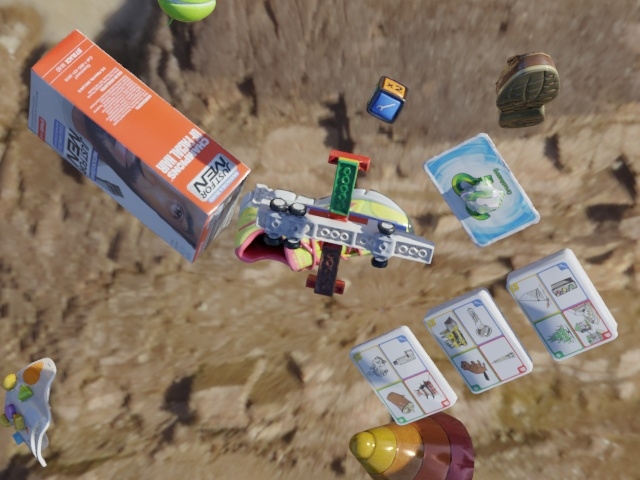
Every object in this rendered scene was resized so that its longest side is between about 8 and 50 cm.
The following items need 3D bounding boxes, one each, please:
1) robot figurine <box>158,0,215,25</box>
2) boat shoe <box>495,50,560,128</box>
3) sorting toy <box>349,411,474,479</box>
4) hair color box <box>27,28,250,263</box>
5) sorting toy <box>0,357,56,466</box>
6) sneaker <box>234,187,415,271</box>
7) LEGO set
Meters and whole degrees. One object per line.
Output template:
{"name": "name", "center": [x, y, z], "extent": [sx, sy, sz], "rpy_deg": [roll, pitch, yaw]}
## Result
{"name": "robot figurine", "center": [-0.144, -0.293, 1.497], "extent": [0.067, 0.101, 0.115], "rpy_deg": [38, 129, 39]}
{"name": "boat shoe", "center": [0.211, -0.167, 1.423], "extent": [0.064, 0.178, 0.060], "rpy_deg": [-6, 79, 2]}
{"name": "sorting toy", "center": [0.031, 0.335, 1.390], "extent": [0.127, 0.126, 0.365], "rpy_deg": [17, 84, 48]}
{"name": "hair color box", "center": [-0.137, -0.068, 1.004], "extent": [0.167, 0.093, 0.053], "rpy_deg": [38, 63, 5]}
{"name": "sorting toy", "center": [-0.254, 0.160, 1.207], "extent": [0.045, 0.075, 0.083], "rpy_deg": [-4, 120, -27]}
{"name": "sneaker", "center": [0.000, 0.000, 1.482], "extent": [0.209, 0.081, 0.094], "rpy_deg": [0, 43, 22]}
{"name": "LEGO set", "center": [0.070, 0.001, 0.951], "extent": [0.182, 0.060, 0.244], "rpy_deg": [-26, 114, 23]}
